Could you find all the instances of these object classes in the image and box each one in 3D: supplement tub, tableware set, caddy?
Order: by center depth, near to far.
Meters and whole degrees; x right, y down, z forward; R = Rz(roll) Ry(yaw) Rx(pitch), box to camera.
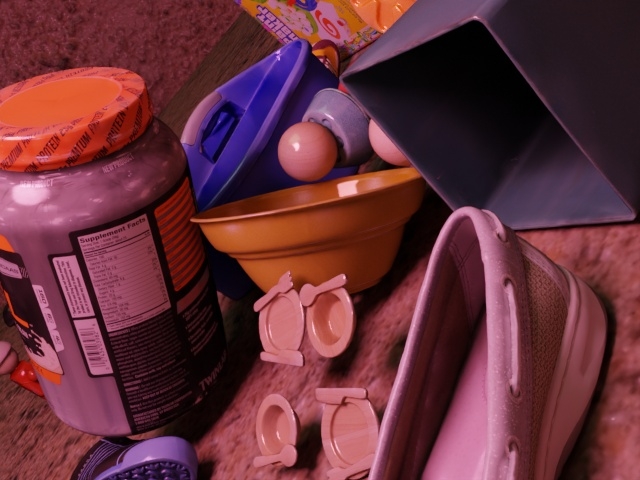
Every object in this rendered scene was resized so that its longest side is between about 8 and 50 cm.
[{"bbox_3d":[-0.010,0.102,0.616,0.141,0.020,0.169,-21,70,50],"label":"tableware set"},{"bbox_3d":[-0.205,0.012,0.768,0.193,0.316,0.194,-5,31,3],"label":"supplement tub"},{"bbox_3d":[-0.087,-0.097,0.990,0.241,0.179,0.341,-26,32,47],"label":"caddy"}]

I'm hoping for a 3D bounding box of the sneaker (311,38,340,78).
[{"bbox_3d":[0.006,-0.227,1.182,0.083,0.069,0.186,-14,48,45],"label":"sneaker"}]

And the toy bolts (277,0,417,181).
[{"bbox_3d":[0.038,-0.151,0.774,0.158,0.218,0.228,-40,5,-32],"label":"toy bolts"}]

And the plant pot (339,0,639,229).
[{"bbox_3d":[0.171,-0.150,0.583,0.234,0.165,0.165,-51,20,-20],"label":"plant pot"}]

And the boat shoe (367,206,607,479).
[{"bbox_3d":[0.061,0.129,0.419,0.118,0.103,0.320,-20,37,54],"label":"boat shoe"}]

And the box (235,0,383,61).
[{"bbox_3d":[-0.001,-0.445,1.224,0.279,0.290,0.177,-17,40,55],"label":"box"}]

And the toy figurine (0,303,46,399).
[{"bbox_3d":[-0.462,0.146,1.406,0.209,0.148,0.213,-44,22,20],"label":"toy figurine"}]

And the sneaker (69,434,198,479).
[{"bbox_3d":[-0.195,0.229,0.814,0.232,0.081,0.090,-37,32,36],"label":"sneaker"}]

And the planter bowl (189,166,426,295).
[{"bbox_3d":[0.000,0.000,0.719,0.217,0.090,0.217,-11,8,1],"label":"planter bowl"}]
